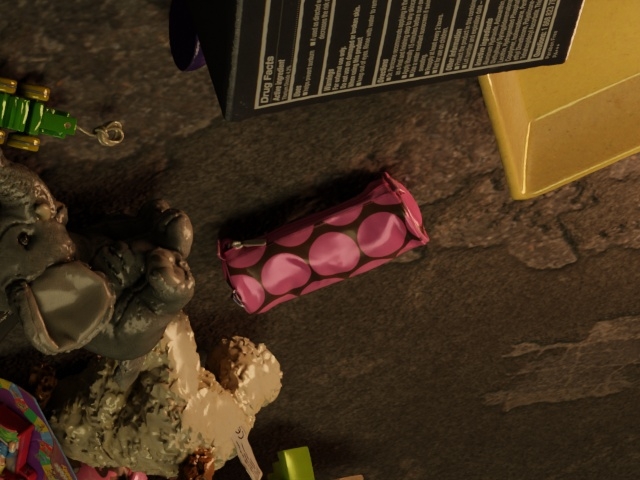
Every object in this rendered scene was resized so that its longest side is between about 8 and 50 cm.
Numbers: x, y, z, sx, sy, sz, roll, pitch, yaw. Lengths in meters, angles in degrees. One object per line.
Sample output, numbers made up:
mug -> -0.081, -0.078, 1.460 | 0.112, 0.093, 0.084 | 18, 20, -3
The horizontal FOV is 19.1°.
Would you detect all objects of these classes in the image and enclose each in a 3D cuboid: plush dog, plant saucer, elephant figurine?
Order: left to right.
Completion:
elephant figurine -> -0.252, 0.024, 1.769 | 0.239, 0.186, 0.169 | 5, 158, -33
plush dog -> -0.198, 0.189, 2.046 | 0.225, 0.210, 0.262 | -8, 157, 37
plant saucer -> 0.294, -0.207, 1.764 | 0.333, 0.081, 0.332 | -24, 149, 1

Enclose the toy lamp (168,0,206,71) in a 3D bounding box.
toy lamp -> 0.007, -0.181, 1.661 | 0.275, 0.080, 0.080 | -3, 145, -23

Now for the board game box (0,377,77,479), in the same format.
board game box -> -0.333, 0.224, 2.021 | 0.133, 0.168, 0.033 | -12, -160, 42

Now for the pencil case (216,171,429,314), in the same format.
pencil case -> 0.000, 0.000, 1.931 | 0.209, 0.095, 0.098 | -24, 128, 3

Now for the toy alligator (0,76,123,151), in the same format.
toy alligator -> -0.257, -0.108, 1.660 | 0.051, 0.056, 0.190 | 14, -178, 41

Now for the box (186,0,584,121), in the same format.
box -> 0.052, -0.269, 1.446 | 0.294, 0.182, 0.296 | -11, 146, -15

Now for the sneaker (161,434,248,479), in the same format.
sneaker -> -0.149, 0.223, 2.211 | 0.094, 0.080, 0.212 | 11, 140, -23

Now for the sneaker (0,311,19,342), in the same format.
sneaker -> -0.380, 0.047, 1.818 | 0.118, 0.083, 0.222 | -44, 141, 9

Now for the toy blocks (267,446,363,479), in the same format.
toy blocks -> -0.124, 0.375, 2.361 | 0.261, 0.190, 0.381 | -16, 171, 37

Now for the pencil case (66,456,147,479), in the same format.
pencil case -> -0.331, 0.365, 2.243 | 0.167, 0.160, 0.386 | -11, 148, -33
